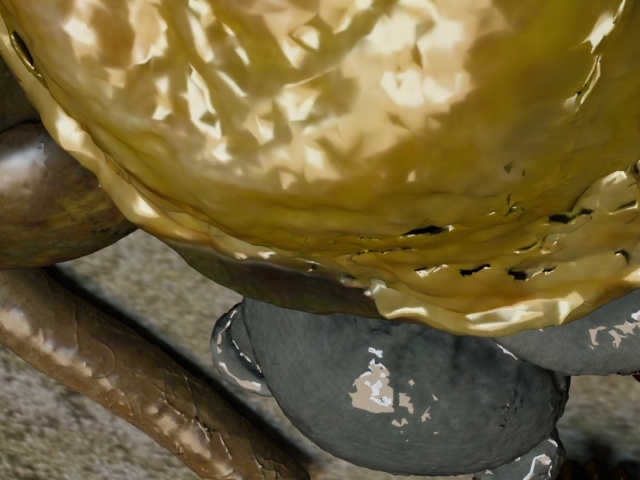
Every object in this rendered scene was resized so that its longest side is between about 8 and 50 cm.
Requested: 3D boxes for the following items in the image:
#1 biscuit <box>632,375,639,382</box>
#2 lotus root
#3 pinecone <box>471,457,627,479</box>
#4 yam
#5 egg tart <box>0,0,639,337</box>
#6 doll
[{"bbox_3d":[0.232,0.044,0.949,0.192,0.049,0.192,20,141,17],"label":"biscuit"},{"bbox_3d":[-0.196,-0.058,0.992,0.274,0.160,0.152,1,131,31],"label":"lotus root"},{"bbox_3d":[0.176,0.230,1.103,0.212,0.169,0.186,18,137,14],"label":"pinecone"},{"bbox_3d":[-0.129,0.099,1.220,0.299,0.066,0.066,38,142,-14],"label":"yam"},{"bbox_3d":[0.010,-0.137,0.689,0.443,0.178,0.443,12,121,21],"label":"egg tart"},{"bbox_3d":[0.100,-0.015,0.905,0.245,0.158,0.340,33,115,5],"label":"doll"}]
